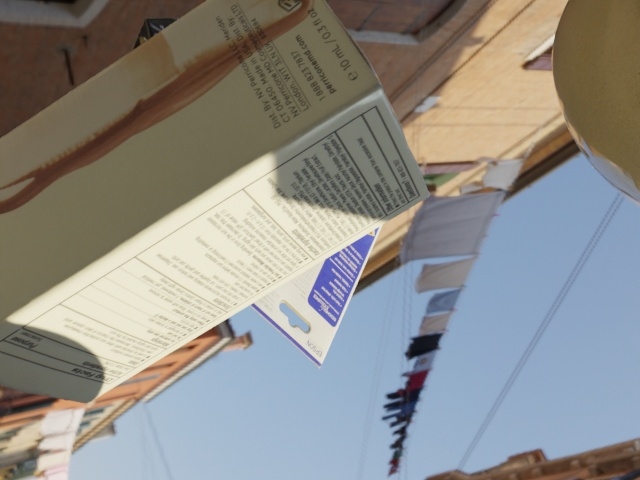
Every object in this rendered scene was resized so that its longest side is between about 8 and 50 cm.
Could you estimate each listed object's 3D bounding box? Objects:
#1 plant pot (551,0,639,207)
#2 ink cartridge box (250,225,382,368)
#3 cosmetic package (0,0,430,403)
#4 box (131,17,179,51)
[{"bbox_3d":[0.345,-0.115,0.595,0.284,0.284,0.191,-53,-166,46],"label":"plant pot"},{"bbox_3d":[0.000,0.000,1.127,0.069,0.176,0.371,-11,-137,42],"label":"ink cartridge box"},{"bbox_3d":[-0.095,-0.028,0.467,0.129,0.296,0.153,61,5,27],"label":"cosmetic package"},{"bbox_3d":[-0.295,-0.204,1.303,0.293,0.073,0.295,-36,-111,55],"label":"box"}]
